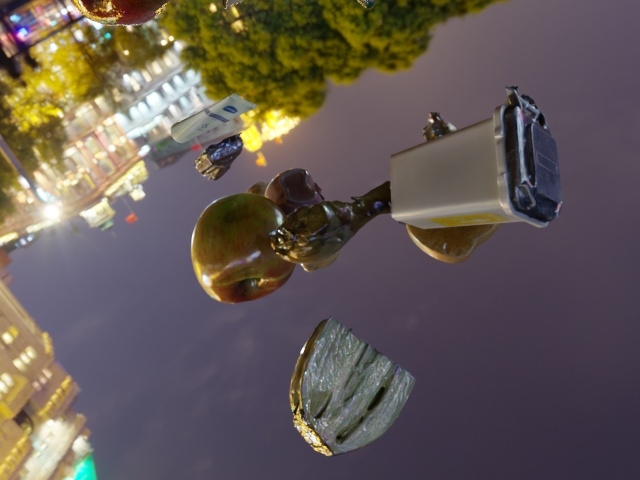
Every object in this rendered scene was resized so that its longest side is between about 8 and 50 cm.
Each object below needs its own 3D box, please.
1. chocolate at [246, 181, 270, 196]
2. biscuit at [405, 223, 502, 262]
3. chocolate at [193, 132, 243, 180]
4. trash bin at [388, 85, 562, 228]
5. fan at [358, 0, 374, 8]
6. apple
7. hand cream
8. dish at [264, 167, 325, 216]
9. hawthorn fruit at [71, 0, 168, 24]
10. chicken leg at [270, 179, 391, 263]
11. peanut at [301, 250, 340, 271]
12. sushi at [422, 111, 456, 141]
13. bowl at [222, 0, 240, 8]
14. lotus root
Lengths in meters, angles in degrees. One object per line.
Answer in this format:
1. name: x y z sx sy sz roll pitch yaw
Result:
1. chocolate: -0.215 -0.120 2.446 0.134 0.134 0.309 -25 -147 9
2. biscuit: 0.365 -0.118 1.788 0.287 0.057 0.343 36 -98 19
3. chocolate: -0.240 -0.189 1.560 0.102 0.065 0.329 -26 -174 -13
4. trash bin: 0.362 -0.168 1.579 0.368 0.295 0.256 -10 167 38
5. fan: 0.106 -0.790 2.072 0.082 0.155 0.039 -46 -166 32
6. apple: -0.243 0.020 2.069 0.340 0.339 0.339 -24 -156 11
7. hand cream: -0.352 -0.392 2.092 0.321 0.109 0.067 -18 -112 33
8. dish: -0.079 -0.158 2.181 0.214 0.090 0.213 3 -120 -4
9. hawthorn fruit: -0.681 -0.880 2.158 0.403 0.402 0.402 -24 -156 11
10. chicken leg: 0.066 -0.060 1.851 0.429 0.201 0.152 -25 -116 -14
11. peanut: 0.000 0.000 2.326 0.110 0.232 0.197 14 -174 42
12. sushi: 0.398 -0.325 2.109 0.103 0.097 0.226 -38 -116 5
13. bowl: -0.242 -0.933 2.148 0.158 0.337 0.337 -4 -160 -13
14. lotus root: 0.043 0.362 1.512 0.260 0.267 0.149 -60 -167 -28
